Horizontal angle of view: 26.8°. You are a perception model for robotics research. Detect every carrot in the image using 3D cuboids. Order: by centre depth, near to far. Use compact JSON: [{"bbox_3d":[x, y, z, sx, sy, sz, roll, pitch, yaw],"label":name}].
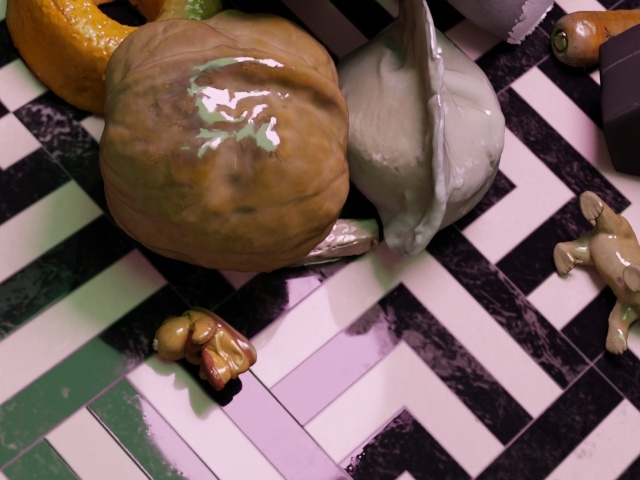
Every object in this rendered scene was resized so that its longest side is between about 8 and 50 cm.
[{"bbox_3d":[0.444,-0.295,1.846,0.298,0.078,0.078,-16,67,-28],"label":"carrot"}]

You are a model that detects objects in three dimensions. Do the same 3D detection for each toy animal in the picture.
[{"bbox_3d":[0.374,0.048,1.628,0.101,0.103,0.218,-3,55,-45],"label":"toy animal"}]

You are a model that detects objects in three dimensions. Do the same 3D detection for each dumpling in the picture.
[{"bbox_3d":[0.101,-0.144,1.573,0.212,0.270,0.320,-39,63,10],"label":"dumpling"}]

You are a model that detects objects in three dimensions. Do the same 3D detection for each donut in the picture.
[{"bbox_3d":[-0.237,-0.286,1.611,0.278,0.108,0.277,7,60,-13],"label":"donut"}]

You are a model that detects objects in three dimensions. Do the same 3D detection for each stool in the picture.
[{"bbox_3d":[0.463,-0.181,1.701,0.232,0.232,0.141,10,58,-11],"label":"stool"}]

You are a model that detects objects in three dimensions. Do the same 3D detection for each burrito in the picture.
[{"bbox_3d":[0.000,0.000,1.561,0.149,0.041,0.055,-9,77,-21],"label":"burrito"}]

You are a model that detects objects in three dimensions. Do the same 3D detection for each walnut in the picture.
[{"bbox_3d":[-0.104,-0.111,1.457,0.277,0.253,0.282,1,30,-15],"label":"walnut"}]

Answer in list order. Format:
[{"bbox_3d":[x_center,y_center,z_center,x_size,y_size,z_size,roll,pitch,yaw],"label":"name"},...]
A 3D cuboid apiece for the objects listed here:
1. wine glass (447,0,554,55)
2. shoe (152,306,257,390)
[{"bbox_3d":[0.182,-0.417,1.769,0.357,0.190,0.190,39,58,12],"label":"wine glass"},{"bbox_3d":[-0.125,0.113,1.442,0.109,0.072,0.069,39,53,7],"label":"shoe"}]
